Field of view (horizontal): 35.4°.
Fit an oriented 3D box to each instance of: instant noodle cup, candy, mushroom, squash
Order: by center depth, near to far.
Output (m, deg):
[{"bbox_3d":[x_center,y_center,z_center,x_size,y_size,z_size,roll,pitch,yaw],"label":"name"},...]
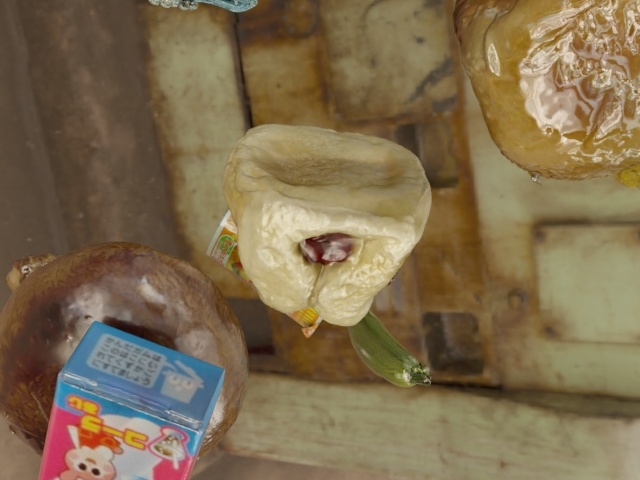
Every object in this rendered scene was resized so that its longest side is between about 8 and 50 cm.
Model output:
[{"bbox_3d":[-0.221,0.246,1.105,0.100,0.157,0.306,-71,-179,-55],"label":"candy"},{"bbox_3d":[-0.251,0.161,1.230,0.345,0.345,0.239,56,49,-40],"label":"mushroom"},{"bbox_3d":[-0.053,0.018,1.388,0.168,0.185,0.168,-60,180,-1],"label":"instant noodle cup"},{"bbox_3d":[0.102,0.189,1.796,0.080,0.318,0.071,30,97,-26],"label":"squash"}]

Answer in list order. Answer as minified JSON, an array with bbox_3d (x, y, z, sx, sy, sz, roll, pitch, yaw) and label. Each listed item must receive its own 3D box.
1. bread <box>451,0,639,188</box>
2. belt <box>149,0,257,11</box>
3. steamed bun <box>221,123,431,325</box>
[{"bbox_3d":[0.229,-0.133,0.697,0.176,0.246,0.195,63,19,-17],"label":"bread"},{"bbox_3d":[-0.167,-0.374,1.479,0.179,0.100,0.065,10,47,-55],"label":"belt"},{"bbox_3d":[0.000,0.000,0.853,0.141,0.172,0.155,-85,-179,-56],"label":"steamed bun"}]
